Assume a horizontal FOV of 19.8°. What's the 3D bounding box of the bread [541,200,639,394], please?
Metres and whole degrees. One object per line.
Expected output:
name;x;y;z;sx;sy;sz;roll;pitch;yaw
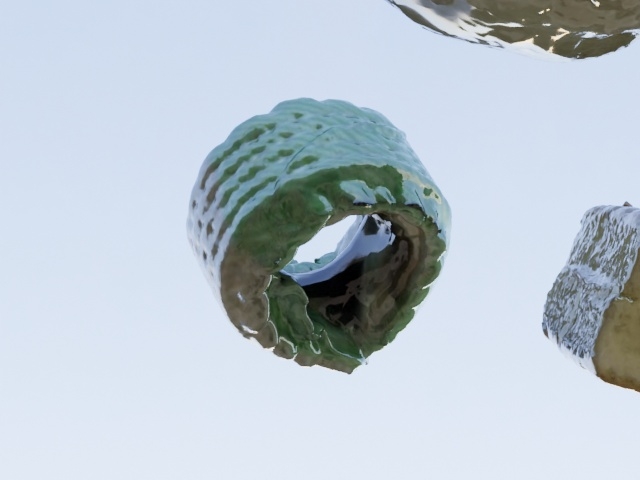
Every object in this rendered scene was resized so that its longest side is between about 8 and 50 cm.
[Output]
bread;0.275;0.059;1.137;0.246;0.239;0.111;19;-87;-2

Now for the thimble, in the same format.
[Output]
thimble;0.000;0.000;1.538;0.219;0.150;0.219;-14;-47;-15

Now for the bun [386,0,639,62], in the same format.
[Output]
bun;0.138;-0.265;0.992;0.211;0.360;0.360;8;-44;-11
